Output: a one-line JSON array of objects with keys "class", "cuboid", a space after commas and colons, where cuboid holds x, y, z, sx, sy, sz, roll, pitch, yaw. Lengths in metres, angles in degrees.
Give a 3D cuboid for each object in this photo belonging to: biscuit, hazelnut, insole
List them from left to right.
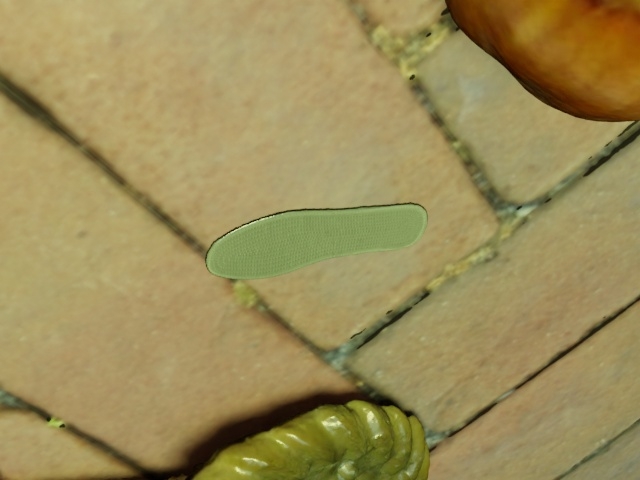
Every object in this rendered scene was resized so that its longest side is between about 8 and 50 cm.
[{"class": "insole", "cuboid": [0.000, 0.000, 0.621, 0.152, 0.002, 0.053, -7, 129, -18]}, {"class": "biscuit", "cuboid": [0.011, 0.208, 0.748, 0.187, 0.036, 0.274, -40, 138, -8]}, {"class": "hazelnut", "cuboid": [0.151, -0.134, 0.470, 0.182, 0.182, 0.182, -12, 130, -14]}]

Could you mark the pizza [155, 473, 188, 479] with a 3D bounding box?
[{"class": "pizza", "cuboid": [-0.151, 0.216, 0.700, 0.195, 0.052, 0.185, -24, 116, -12]}]
